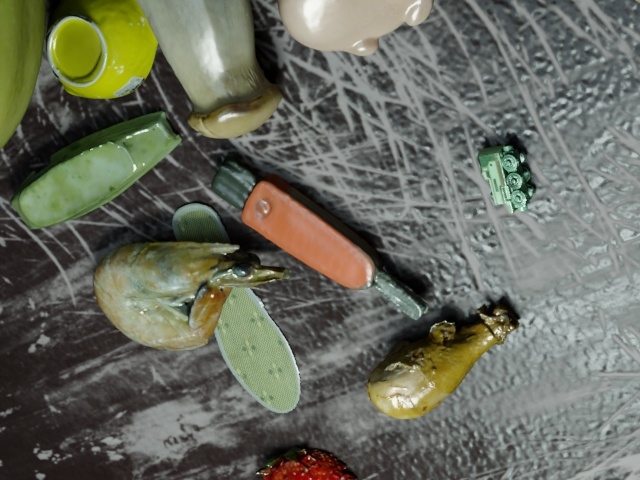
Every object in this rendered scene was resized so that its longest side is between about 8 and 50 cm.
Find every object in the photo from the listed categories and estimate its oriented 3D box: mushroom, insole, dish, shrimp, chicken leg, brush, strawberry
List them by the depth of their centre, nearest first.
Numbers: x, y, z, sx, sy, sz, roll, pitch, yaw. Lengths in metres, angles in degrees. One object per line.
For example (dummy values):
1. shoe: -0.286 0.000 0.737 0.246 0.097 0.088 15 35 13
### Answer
1. mushroom: -0.153 -0.317 1.432 0.154 0.137 0.407 -21 105 13
2. chicken leg: 0.153 0.146 1.527 0.207 0.101 0.085 -36 98 10
3. dish: -0.287 -0.251 1.550 0.149 0.080 0.208 41 123 2
4. brush: 0.000 0.000 1.550 0.323 0.051 0.070 36 114 9
5. shrimp: -0.175 0.074 1.640 0.317 0.077 0.168 -4 120 32
6. insole: -0.113 0.096 1.661 0.109 0.007 0.322 -17 104 28
7. strawberry: -0.011 0.373 1.700 0.187 0.082 0.146 39 128 -1

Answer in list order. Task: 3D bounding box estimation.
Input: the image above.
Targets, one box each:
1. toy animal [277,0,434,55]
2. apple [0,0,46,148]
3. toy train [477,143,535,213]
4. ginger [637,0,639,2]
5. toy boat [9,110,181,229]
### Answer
1. toy animal: 0.013 -0.313 1.287 0.210 0.221 0.229 -36 109 21
2. apple: -0.547 -0.279 1.443 0.473 0.473 0.474 9 114 20
3. toy train: 0.217 -0.072 1.432 0.053 0.033 0.083 -6 109 31
4. ginger: 0.245 -0.340 1.285 0.333 0.081 0.148 18 138 18
5. toy boat: -0.314 -0.088 1.642 0.293 0.055 0.093 -25 102 30
